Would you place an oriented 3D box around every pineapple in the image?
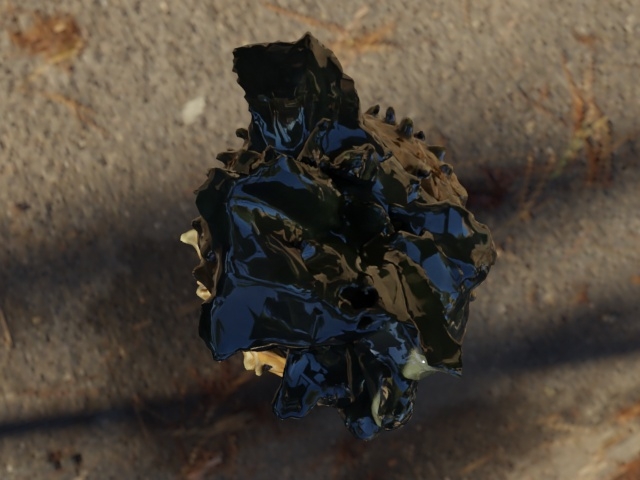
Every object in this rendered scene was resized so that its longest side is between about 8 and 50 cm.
[{"bbox_3d":[0.000,0.000,0.623,0.141,0.170,0.310,-16,-178,3],"label":"pineapple"}]
